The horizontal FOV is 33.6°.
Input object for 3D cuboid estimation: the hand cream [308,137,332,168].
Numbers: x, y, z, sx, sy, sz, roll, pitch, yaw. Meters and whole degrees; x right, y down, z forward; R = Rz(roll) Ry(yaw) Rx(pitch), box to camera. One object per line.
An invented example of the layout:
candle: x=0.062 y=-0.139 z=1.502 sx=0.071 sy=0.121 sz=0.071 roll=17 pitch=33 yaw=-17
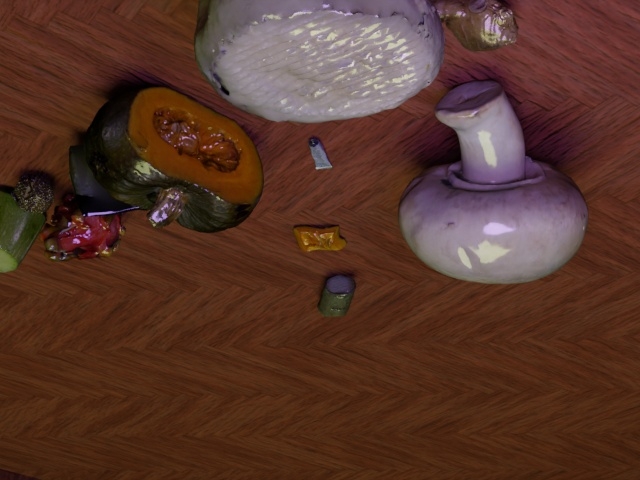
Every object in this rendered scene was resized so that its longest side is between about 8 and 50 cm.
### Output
hand cream: x=-0.003 y=-0.155 z=1.887 sx=0.030 sy=0.019 sz=0.093 roll=-5 pitch=154 yaw=11

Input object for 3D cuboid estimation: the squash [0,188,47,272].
squash: x=-0.638 y=-0.020 z=2.084 sx=0.170 sy=0.123 sz=0.170 roll=8 pitch=150 yaw=4

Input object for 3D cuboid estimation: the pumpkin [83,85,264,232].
pumpkin: x=-0.238 y=-0.116 z=1.779 sx=0.317 sy=0.221 sz=0.139 roll=29 pitch=139 yaw=-35

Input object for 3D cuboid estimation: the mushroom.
mushroom: x=0.272 y=-0.052 z=1.754 sx=0.315 sy=0.315 sz=0.356 roll=-15 pitch=153 yaw=28

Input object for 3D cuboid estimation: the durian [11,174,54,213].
durian: x=-0.539 y=-0.087 z=2.007 sx=0.080 sy=0.080 sz=0.091 roll=-7 pitch=162 yaw=18

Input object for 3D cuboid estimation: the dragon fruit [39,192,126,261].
dragon fruit: x=-0.466 y=-0.019 z=2.046 sx=0.133 sy=0.208 sz=0.150 roll=-37 pitch=88 yaw=30

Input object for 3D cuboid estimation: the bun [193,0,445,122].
bun: x=-0.007 y=-0.312 z=1.462 sx=0.360 sy=0.211 sz=0.359 roll=-3 pitch=157 yaw=-1

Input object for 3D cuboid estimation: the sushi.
sushi: x=-0.324 y=-0.101 z=1.936 sx=0.273 sy=0.134 sz=0.109 roll=-3 pitch=168 yaw=-21

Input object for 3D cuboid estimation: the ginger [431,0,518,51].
ginger: x=0.210 y=-0.319 z=1.558 sx=0.165 sy=0.067 sz=0.096 roll=12 pitch=155 yaw=14

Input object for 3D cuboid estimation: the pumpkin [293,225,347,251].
pumpkin: x=-0.001 y=0.001 z=2.113 sx=0.101 sy=0.035 sz=0.073 roll=-4 pitch=150 yaw=8

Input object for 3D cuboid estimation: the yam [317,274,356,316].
yam: x=0.034 y=0.127 z=2.277 sx=0.070 sy=0.069 sz=0.146 roll=8 pitch=146 yaw=-6
